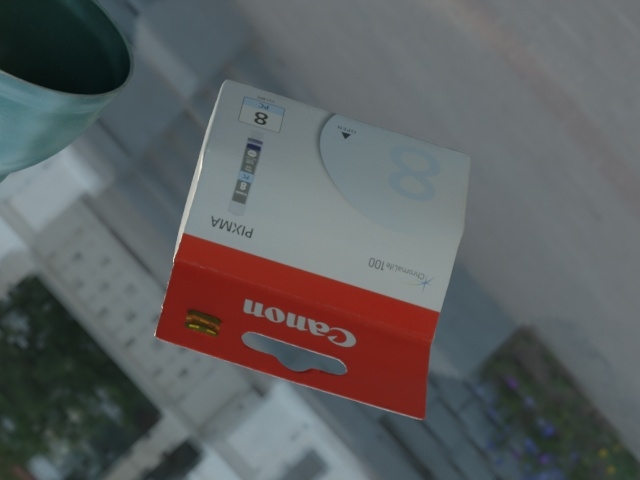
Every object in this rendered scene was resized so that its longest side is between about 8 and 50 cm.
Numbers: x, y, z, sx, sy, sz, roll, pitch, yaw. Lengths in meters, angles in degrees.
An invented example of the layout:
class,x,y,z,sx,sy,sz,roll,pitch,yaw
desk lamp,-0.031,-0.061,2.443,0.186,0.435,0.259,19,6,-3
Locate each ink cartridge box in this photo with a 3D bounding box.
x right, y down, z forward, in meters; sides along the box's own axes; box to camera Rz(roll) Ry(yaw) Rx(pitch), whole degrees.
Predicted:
class,x,y,z,sx,sy,sz,roll,pitch,yaw
ink cartridge box,0.000,0.000,2.097,0.308,0.091,0.385,18,-142,-6

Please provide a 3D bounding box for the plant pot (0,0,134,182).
class,x,y,z,sx,sy,sz,roll,pitch,yaw
plant pot,-0.382,-0.183,2.092,0.293,0.196,0.293,28,-153,-16
